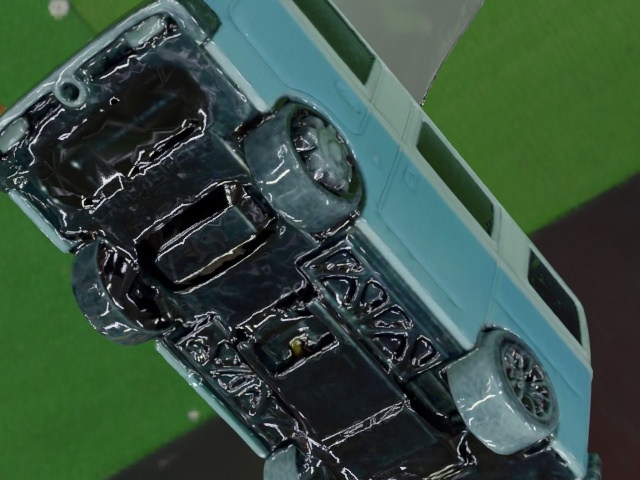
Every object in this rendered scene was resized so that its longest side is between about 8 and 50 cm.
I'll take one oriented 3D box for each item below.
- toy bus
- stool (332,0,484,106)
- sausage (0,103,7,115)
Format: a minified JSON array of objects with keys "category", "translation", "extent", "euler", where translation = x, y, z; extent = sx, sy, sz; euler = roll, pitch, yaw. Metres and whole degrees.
[{"category":"toy bus","translation":[0.000,0.000,0.620],"extent":[0.133,0.165,0.271],"euler":[-32,109,30]},{"category":"stool","translation":[-0.029,-0.245,1.195],"extent":[0.170,0.244,0.269],"euler":[-59,151,-8]},{"category":"sausage","translation":[-0.547,-0.211,1.788],"extent":[0.327,0.079,0.087],"euler":[32,79,-21]}]
